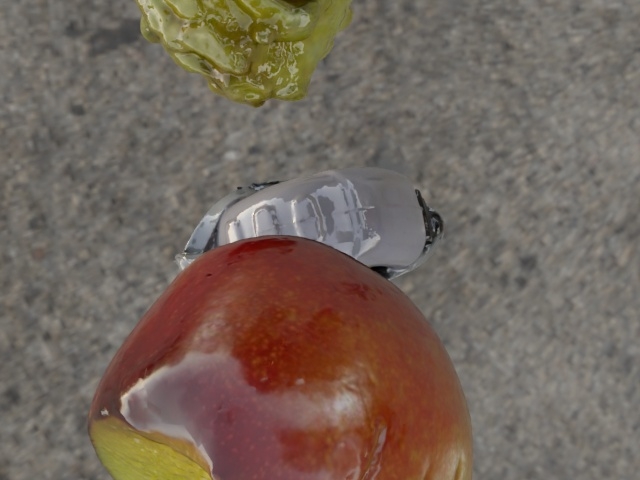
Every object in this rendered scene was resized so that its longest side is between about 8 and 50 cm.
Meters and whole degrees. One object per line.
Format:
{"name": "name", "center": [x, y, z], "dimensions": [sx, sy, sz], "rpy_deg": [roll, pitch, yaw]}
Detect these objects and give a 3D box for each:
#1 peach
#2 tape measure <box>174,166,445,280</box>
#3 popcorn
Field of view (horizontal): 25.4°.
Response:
{"name": "peach", "center": [-0.029, 0.113, 0.938], "dimensions": [0.248, 0.275, 0.245], "rpy_deg": [-6, 65, 16]}
{"name": "tape measure", "center": [0.000, 0.000, 1.263], "dimensions": [0.197, 0.236, 0.120], "rpy_deg": [-22, 76, 39]}
{"name": "popcorn", "center": [-0.056, -0.206, 1.136], "dimensions": [0.155, 0.197, 0.198], "rpy_deg": [-29, 90, 31]}
